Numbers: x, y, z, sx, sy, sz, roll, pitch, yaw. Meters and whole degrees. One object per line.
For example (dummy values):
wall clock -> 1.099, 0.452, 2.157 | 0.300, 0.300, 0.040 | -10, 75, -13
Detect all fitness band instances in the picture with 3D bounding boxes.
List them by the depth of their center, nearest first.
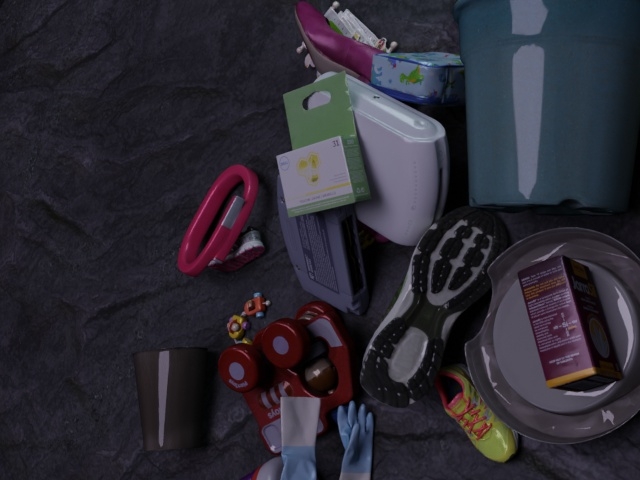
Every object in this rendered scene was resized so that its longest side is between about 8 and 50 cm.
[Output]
fitness band -> -0.242, -0.045, 2.010 | 0.291, 0.054, 0.209 | -60, 26, 0

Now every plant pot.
plant pot -> 0.378, -0.213, 1.395 | 0.341, 0.341, 0.334 | 3, 88, 42

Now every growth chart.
growth chart -> 0.052, -0.425, 1.910 | 0.237, 0.021, 0.172 | 46, 111, 32

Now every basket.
basket -> -0.349, 0.371, 1.981 | 0.204, 0.154, 0.227 | -13, 74, 39

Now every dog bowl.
dog bowl -> 0.412, 0.158, 1.399 | 0.349, 0.102, 0.348 | -12, 72, 38

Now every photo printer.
photo printer -> 0.108, -0.146, 1.591 | 0.307, 0.107, 0.256 | 35, 139, 33

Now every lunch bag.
lunch bag -> 0.209, -0.310, 1.618 | 0.176, 0.219, 0.090 | 24, 115, 40

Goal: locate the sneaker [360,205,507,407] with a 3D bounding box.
sneaker -> 0.193, 0.112, 1.573 | 0.158, 0.182, 0.410 | 35, 79, -1

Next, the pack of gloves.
pack of gloves -> 0.018, 0.416, 1.613 | 0.046, 0.195, 0.232 | 154, 120, -65

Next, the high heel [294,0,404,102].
high heel -> 0.075, -0.413, 1.839 | 0.181, 0.127, 0.377 | -26, 61, 1

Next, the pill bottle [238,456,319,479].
pill bottle -> -0.147, 0.581, 1.722 | 0.323, 0.181, 0.181 | -38, 56, 27

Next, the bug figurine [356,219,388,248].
bug figurine -> 0.101, -0.106, 1.762 | 0.216, 0.072, 0.279 | 44, 104, 33

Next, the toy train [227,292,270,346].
toy train -> -0.167, 0.205, 1.930 | 0.125, 0.046, 0.166 | -21, 65, 36

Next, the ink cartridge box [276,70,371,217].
ink cartridge box -> -0.007, -0.171, 1.546 | 0.171, 0.056, 0.235 | -11, 91, 43

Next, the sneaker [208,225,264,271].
sneaker -> -0.199, 0.018, 2.000 | 0.170, 0.063, 0.074 | -27, 55, 35

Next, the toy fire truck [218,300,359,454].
toy fire truck -> -0.042, 0.283, 1.747 | 0.302, 0.169, 0.254 | -31, 86, 30

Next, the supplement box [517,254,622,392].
supplement box -> 0.379, 0.128, 1.297 | 0.081, 0.104, 0.188 | -26, 63, 33

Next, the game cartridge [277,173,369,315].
game cartridge -> 0.000, 0.000, 1.723 | 0.196, 0.060, 0.294 | 22, 136, 39

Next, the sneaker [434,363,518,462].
sneaker -> 0.262, 0.304, 1.496 | 0.081, 0.094, 0.208 | -50, 53, 18
